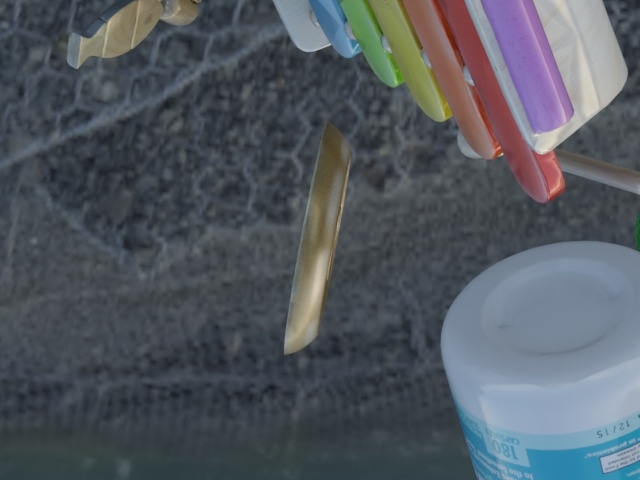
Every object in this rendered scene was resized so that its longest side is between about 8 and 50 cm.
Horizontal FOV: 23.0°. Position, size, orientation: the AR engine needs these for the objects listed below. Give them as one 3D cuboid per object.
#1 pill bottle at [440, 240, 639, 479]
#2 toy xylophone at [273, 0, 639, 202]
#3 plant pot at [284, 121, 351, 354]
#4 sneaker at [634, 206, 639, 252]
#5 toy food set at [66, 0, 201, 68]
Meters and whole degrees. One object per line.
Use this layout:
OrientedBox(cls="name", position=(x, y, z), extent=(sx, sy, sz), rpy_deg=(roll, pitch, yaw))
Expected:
OrientedBox(cls="pill bottle", position=(0.171, 0.141, 0.977), extent=(0.146, 0.146, 0.264), rpy_deg=(-10, 124, 13))
OrientedBox(cls="toy xylophone", position=(0.067, -0.118, 0.847), extent=(0.081, 0.323, 0.236), rpy_deg=(-31, 107, -12))
OrientedBox(cls="plant pot", position=(0.000, 0.000, 1.571), extent=(0.032, 0.236, 0.236), rpy_deg=(10, 132, 2))
OrientedBox(cls="sneaker", position=(0.280, 0.071, 1.132), extent=(0.134, 0.146, 0.343), rpy_deg=(10, 135, -1))
OrientedBox(cls="toy food set", position=(-0.075, -0.130, 0.730), extent=(0.019, 0.122, 0.078), rpy_deg=(31, 123, 19))
